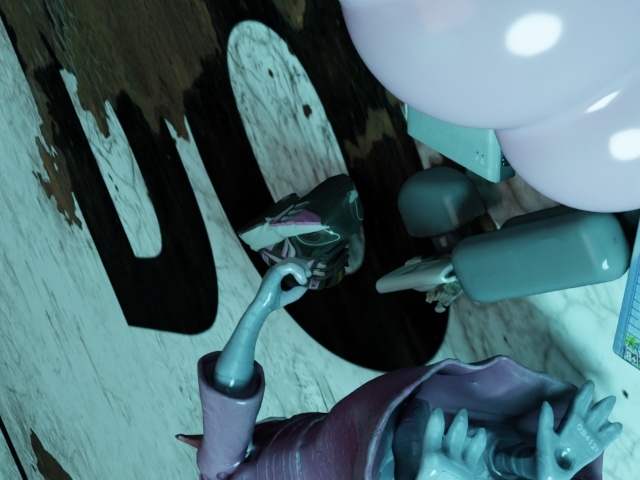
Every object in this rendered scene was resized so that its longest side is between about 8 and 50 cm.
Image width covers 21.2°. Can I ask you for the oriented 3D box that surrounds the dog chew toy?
[{"bbox_3d":[0.079,-0.146,0.773,0.332,0.206,0.206,49,161,-21],"label":"dog chew toy"}]

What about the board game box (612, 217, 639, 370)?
[{"bbox_3d":[0.236,0.015,0.891,0.194,0.060,0.194,36,144,46],"label":"board game box"}]

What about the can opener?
[{"bbox_3d":[0.115,-0.003,1.093,0.280,0.074,0.093,-6,108,64],"label":"can opener"}]

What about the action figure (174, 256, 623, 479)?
[{"bbox_3d":[0.022,0.177,1.186,0.248,0.276,0.370,36,148,-31],"label":"action figure"}]

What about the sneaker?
[{"bbox_3d":[0.000,0.000,1.350,0.077,0.072,0.178,54,165,-8],"label":"sneaker"}]

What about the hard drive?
[{"bbox_3d":[0.090,-0.115,1.075,0.094,0.022,0.135,35,134,47],"label":"hard drive"}]
